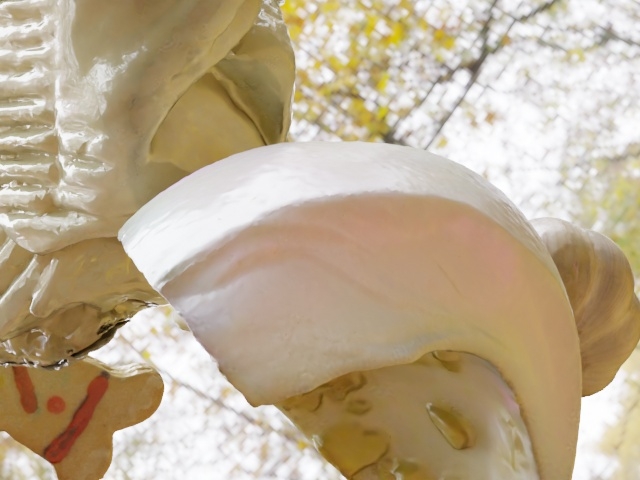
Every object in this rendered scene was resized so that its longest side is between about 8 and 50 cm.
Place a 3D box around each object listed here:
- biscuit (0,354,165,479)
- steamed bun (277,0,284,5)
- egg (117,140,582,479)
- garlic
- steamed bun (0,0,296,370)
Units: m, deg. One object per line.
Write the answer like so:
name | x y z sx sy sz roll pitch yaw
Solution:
biscuit | -0.261 0.125 1.210 0.234 0.030 0.153 35 -89 -24
steamed bun | -0.139 -0.361 1.505 0.219 0.324 0.310 -25 -2 -19
egg | 0.031 0.027 0.706 0.162 0.206 0.271 -42 -50 -3
garlic | 0.200 0.069 1.356 0.228 0.152 0.227 -5 -46 -5
steamed bun | -0.151 -0.103 0.895 0.237 0.347 0.394 -6 -54 -49
